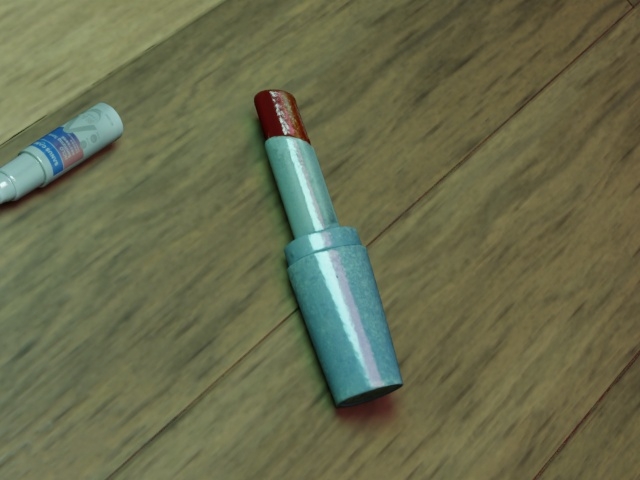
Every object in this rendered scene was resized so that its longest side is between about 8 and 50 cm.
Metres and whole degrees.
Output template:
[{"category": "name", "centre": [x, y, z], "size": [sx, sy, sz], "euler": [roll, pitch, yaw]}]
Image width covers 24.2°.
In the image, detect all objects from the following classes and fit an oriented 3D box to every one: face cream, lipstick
[{"category": "face cream", "centre": [-0.210, -0.065, 1.159], "size": [0.130, 0.034, 0.034], "euler": [-38, 91, -38]}, {"category": "lipstick", "centre": [0.000, 0.000, 1.245], "size": [0.068, 0.061, 0.274], "euler": [-8, 73, -33]}]
